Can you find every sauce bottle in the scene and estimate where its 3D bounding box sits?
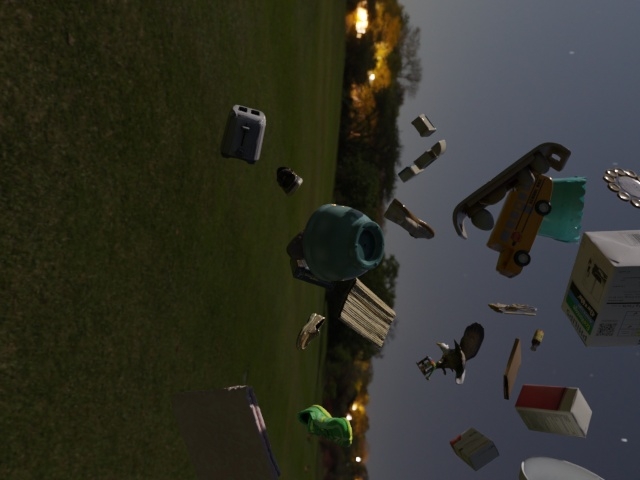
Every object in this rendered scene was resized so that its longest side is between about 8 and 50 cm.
[{"bbox_3d":[1.054,0.488,2.374,0.128,0.042,0.042,-46,152,-42],"label":"sauce bottle"}]

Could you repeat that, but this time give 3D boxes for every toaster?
[{"bbox_3d":[-0.242,-0.340,1.545,0.227,0.129,0.146,-105,-149,-68],"label":"toaster"}]

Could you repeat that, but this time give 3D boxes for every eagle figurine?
[{"bbox_3d":[0.660,0.548,2.337,0.298,0.225,0.226,-49,-144,49],"label":"eagle figurine"}]

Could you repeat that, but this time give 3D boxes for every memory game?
[{"bbox_3d":[0.926,-0.152,1.442,0.012,0.186,0.186,108,-7,-46],"label":"memory game"}]

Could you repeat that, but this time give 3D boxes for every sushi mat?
[{"bbox_3d":[0.167,0.260,1.706,0.316,0.019,0.151,42,69,-45],"label":"sushi mat"}]

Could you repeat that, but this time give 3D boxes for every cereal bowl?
[{"bbox_3d":[0.840,0.890,1.651,0.339,0.338,0.141,-72,171,-82],"label":"cereal bowl"}]

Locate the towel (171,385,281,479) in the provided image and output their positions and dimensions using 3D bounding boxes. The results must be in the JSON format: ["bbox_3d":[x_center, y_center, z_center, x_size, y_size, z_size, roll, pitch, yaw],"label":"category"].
[{"bbox_3d":[-0.306,0.621,1.557,0.053,0.331,0.317,-28,102,-62],"label":"towel"}]

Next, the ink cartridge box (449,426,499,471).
[{"bbox_3d":[0.501,0.680,1.591,0.056,0.099,0.135,62,-10,-3],"label":"ink cartridge box"}]

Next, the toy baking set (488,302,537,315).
[{"bbox_3d":[0.961,0.336,2.436,0.256,0.196,0.030,-57,143,-85],"label":"toy baking set"}]

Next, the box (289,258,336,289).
[{"bbox_3d":[-0.036,0.129,2.136,0.233,0.183,0.059,-119,-130,-73],"label":"box"}]

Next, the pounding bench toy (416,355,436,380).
[{"bbox_3d":[0.449,0.531,2.021,0.083,0.065,0.052,60,5,38],"label":"pounding bench toy"}]

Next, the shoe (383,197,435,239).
[{"bbox_3d":[0.251,-0.048,1.374,0.058,0.219,0.076,-52,-136,7],"label":"shoe"}]

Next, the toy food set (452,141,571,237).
[{"bbox_3d":[0.472,-0.109,1.218,0.092,0.306,0.219,57,16,15],"label":"toy food set"}]

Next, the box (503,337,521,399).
[{"bbox_3d":[0.789,0.526,2.002,0.201,0.021,0.164,-51,137,-36],"label":"box"}]

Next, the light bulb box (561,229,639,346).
[{"bbox_3d":[1.114,0.171,1.734,0.225,0.357,0.361,-91,179,-57],"label":"light bulb box"}]

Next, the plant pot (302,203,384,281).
[{"bbox_3d":[0.108,0.014,1.771,0.293,0.196,0.293,-5,97,-45],"label":"plant pot"}]

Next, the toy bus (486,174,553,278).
[{"bbox_3d":[0.638,-0.052,1.567,0.333,0.130,0.108,-64,170,-8],"label":"toy bus"}]

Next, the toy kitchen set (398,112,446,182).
[{"bbox_3d":[0.367,-0.355,1.858,0.207,0.166,0.122,-39,174,36],"label":"toy kitchen set"}]

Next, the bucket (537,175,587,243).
[{"bbox_3d":[0.992,-0.132,2.026,0.281,0.183,0.281,-25,119,-57],"label":"bucket"}]

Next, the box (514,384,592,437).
[{"bbox_3d":[0.935,0.681,1.961,0.127,0.232,0.149,-48,111,-36],"label":"box"}]

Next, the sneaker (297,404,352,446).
[{"bbox_3d":[0.015,0.730,1.892,0.295,0.123,0.110,0,-90,54],"label":"sneaker"}]

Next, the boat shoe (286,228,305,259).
[{"bbox_3d":[0.000,0.000,2.122,0.132,0.355,0.130,59,-30,9],"label":"boat shoe"}]

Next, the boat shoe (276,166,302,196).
[{"bbox_3d":[-0.152,-0.275,2.195,0.103,0.092,0.285,-47,-160,7],"label":"boat shoe"}]

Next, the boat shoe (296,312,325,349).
[{"bbox_3d":[-0.037,0.385,2.053,0.068,0.072,0.190,79,31,-42],"label":"boat shoe"}]
